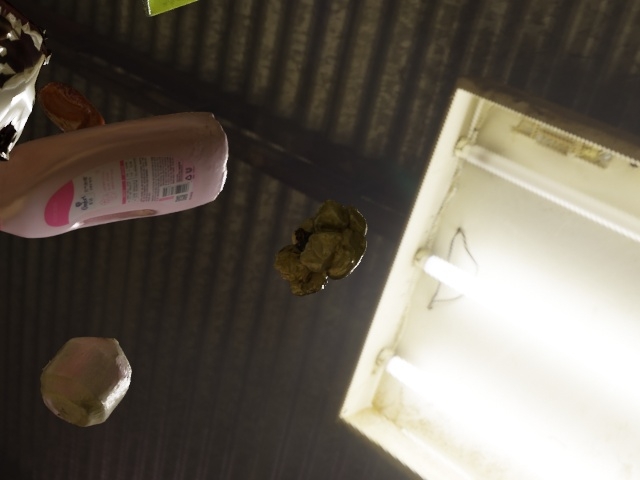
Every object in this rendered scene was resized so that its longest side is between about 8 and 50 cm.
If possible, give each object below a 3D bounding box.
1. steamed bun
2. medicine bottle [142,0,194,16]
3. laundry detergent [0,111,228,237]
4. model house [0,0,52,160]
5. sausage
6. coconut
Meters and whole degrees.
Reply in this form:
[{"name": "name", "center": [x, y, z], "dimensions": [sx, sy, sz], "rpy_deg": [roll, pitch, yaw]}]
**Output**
[{"name": "steamed bun", "center": [0.000, 0.000, 1.546], "dimensions": [0.177, 0.192, 0.106], "rpy_deg": [-24, -60, 43]}, {"name": "medicine bottle", "center": [-0.163, -0.440, 1.123], "dimensions": [0.137, 0.250, 0.141], "rpy_deg": [64, -15, 6]}, {"name": "laundry detergent", "center": [-0.274, -0.064, 0.895], "dimensions": [0.088, 0.335, 0.159], "rpy_deg": [62, -29, 27]}, {"name": "model house", "center": [-0.196, -0.143, 0.394], "dimensions": [0.141, 0.164, 0.203], "rpy_deg": [21, -86, 49]}, {"name": "sausage", "center": [-0.522, -0.268, 1.679], "dimensions": [0.179, 0.089, 0.089], "rpy_deg": [45, -49, 7]}, {"name": "coconut", "center": [-0.312, 0.181, 1.071], "dimensions": [0.110, 0.124, 0.110], "rpy_deg": [16, -45, 16]}]
